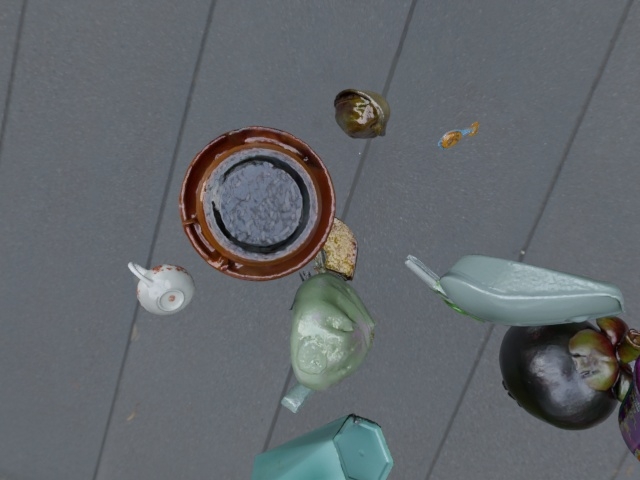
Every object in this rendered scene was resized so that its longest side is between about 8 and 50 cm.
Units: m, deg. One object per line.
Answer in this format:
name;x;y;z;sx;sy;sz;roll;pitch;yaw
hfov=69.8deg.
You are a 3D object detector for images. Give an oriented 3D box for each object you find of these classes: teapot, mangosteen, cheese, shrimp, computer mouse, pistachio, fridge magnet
teapot;-0.454;0.138;1.328;0.159;0.116;0.245;-33;128;4
mangosteen;0.778;0.373;1.417;0.435;0.382;0.382;-39;96;25
cheese;0.313;-0.238;1.042;0.111;0.047;0.017;-25;54;-12
shrimp;-0.025;0.085;1.641;0.046;0.152;0.219;-6;97;33
computer mouse;0.277;0.080;0.621;0.231;0.128;0.079;10;74;27
pistachio;0.105;-0.337;1.243;0.130;0.210;0.165;-43;117;-8
fridge magnet;-0.140;-0.081;1.063;0.364;0.155;0.363;-1;96;-10

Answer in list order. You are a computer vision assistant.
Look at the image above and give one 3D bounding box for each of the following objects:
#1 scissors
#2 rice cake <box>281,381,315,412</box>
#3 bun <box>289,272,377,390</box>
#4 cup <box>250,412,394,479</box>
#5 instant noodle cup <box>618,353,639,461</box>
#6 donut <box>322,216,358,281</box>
scissors;0.233;0.092;0.872;0.204;0.101;0.027;38;80;-24
rice cake;-0.047;0.513;1.617;0.069;0.206;0.063;31;143;27
bun;0.043;0.222;1.119;0.187;0.293;0.293;-3;101;16
cup;0.002;0.364;0.728;0.134;0.148;0.235;28;129;-22
instant noodle cup;0.676;0.318;0.827;0.251;0.251;0.190;-8;139;6
donut;0.006;-0.002;1.328;0.259;0.101;0.152;27;92;-9
